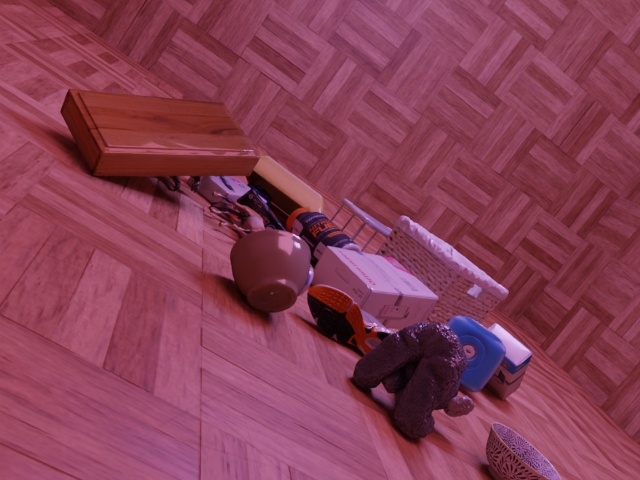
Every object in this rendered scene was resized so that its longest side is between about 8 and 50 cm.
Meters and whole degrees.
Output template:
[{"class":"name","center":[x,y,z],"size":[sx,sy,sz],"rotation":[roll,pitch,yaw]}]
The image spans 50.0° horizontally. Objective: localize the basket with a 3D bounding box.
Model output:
[{"class":"basket","center":[0.369,0.141,2.274],"size":[0.328,0.266,0.331],"rotation":[27,14,-45]}]

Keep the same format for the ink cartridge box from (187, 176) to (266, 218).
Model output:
[{"class":"ink cartridge box","center":[-0.225,-0.106,1.981],"size":[0.239,0.060,0.275],"rotation":[38,9,16]}]

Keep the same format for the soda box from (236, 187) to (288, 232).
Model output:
[{"class":"soda box","center":[-0.154,-0.058,1.866],"size":[0.169,0.060,0.053],"rotation":[52,6,-13]}]

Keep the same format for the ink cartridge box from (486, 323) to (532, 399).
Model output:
[{"class":"ink cartridge box","center":[0.533,0.361,2.040],"size":[0.139,0.082,0.190],"rotation":[42,-32,32]}]

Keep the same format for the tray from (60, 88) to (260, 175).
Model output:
[{"class":"tray","center":[-0.355,-0.243,1.577],"size":[0.411,0.076,0.203],"rotation":[-5,52,-45]}]

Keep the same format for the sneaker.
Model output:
[{"class":"sneaker","center":[0.062,0.182,1.543],"size":[0.262,0.099,0.121],"rotation":[41,0,-21]}]

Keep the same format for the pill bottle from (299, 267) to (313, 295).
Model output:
[{"class":"pill bottle","center":[-0.091,0.064,1.559],"size":[0.137,0.078,0.078],"rotation":[32,10,-23]}]

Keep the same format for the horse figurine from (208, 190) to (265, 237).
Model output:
[{"class":"horse figurine","center":[-0.193,-0.038,1.739],"size":[0.174,0.066,0.263],"rotation":[27,14,-37]}]

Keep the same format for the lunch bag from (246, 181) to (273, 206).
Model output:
[{"class":"lunch bag","center":[-0.206,-0.144,2.210],"size":[0.098,0.065,0.067],"rotation":[28,12,-43]}]

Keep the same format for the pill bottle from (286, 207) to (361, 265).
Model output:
[{"class":"pill bottle","center":[0.000,0.000,2.050],"size":[0.246,0.130,0.130],"rotation":[42,11,37]}]

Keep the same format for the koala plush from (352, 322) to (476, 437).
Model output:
[{"class":"koala plush","center":[0.216,0.276,1.364],"size":[0.196,0.203,0.221],"rotation":[44,0,36]}]

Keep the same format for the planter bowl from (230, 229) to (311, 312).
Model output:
[{"class":"planter bowl","center":[-0.096,0.071,1.341],"size":[0.162,0.162,0.109],"rotation":[30,37,-33]}]

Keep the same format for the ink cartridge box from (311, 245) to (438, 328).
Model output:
[{"class":"ink cartridge box","center":[0.140,0.128,1.823],"size":[0.283,0.117,0.207],"rotation":[10,25,-44]}]

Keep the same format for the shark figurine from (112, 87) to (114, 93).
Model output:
[{"class":"shark figurine","center":[-0.520,-0.393,2.154],"size":[0.278,0.166,0.116],"rotation":[1,56,-28]}]

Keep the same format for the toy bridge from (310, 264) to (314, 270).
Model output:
[{"class":"toy bridge","center":[-0.048,0.071,1.846],"size":[0.063,0.026,0.188],"rotation":[39,9,-1]}]

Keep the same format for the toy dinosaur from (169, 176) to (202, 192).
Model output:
[{"class":"toy dinosaur","center":[-0.369,-0.237,1.757],"size":[0.296,0.127,0.200],"rotation":[-3,50,-55]}]

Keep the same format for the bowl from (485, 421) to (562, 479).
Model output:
[{"class":"bowl","center":[0.390,0.453,1.381],"size":[0.170,0.080,0.170],"rotation":[36,9,-6]}]

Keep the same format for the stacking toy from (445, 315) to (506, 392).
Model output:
[{"class":"stacking toy","center":[0.414,0.329,1.971],"size":[0.175,0.165,0.302],"rotation":[35,-6,14]}]

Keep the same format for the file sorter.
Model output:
[{"class":"file sorter","center":[0.168,0.013,2.459],"size":[0.278,0.173,0.193],"rotation":[31,10,-33]}]

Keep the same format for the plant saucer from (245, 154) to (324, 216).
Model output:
[{"class":"plant saucer","center":[-0.106,-0.160,2.316],"size":[0.333,0.081,0.333],"rotation":[37,-7,6]}]
